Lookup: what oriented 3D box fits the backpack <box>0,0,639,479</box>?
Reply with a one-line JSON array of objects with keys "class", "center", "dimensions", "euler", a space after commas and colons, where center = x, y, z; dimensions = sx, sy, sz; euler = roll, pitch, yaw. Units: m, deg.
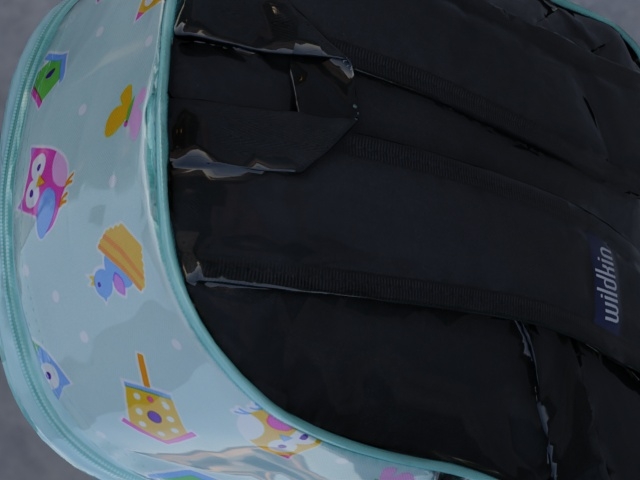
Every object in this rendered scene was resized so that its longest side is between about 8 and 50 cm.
[{"class": "backpack", "center": [0.000, 0.000, 0.468], "dimensions": [0.144, 0.166, 0.188], "euler": [-15, 154, 40]}]
